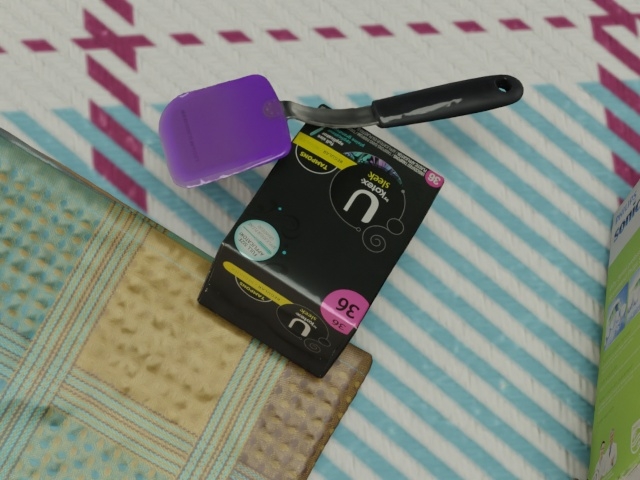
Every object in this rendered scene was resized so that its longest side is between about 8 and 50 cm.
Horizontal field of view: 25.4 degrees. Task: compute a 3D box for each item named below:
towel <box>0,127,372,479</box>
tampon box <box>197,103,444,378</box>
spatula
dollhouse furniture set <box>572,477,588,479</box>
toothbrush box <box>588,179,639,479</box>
[{"bbox_3d":[-0.178,0.110,1.121,0.370,0.040,0.271,31,74,0],"label":"towel"},{"bbox_3d":[0.000,0.000,1.117,0.120,0.101,0.161,31,57,1],"label":"tampon box"},{"bbox_3d":[0.022,-0.099,1.100,0.296,0.030,0.084,-9,60,-19],"label":"spatula"},{"bbox_3d":[0.238,0.231,1.148,0.076,0.058,0.151,9,93,-12],"label":"dollhouse furniture set"},{"bbox_3d":[0.334,0.089,1.107,0.206,0.122,0.283,17,55,-4],"label":"toothbrush box"}]
